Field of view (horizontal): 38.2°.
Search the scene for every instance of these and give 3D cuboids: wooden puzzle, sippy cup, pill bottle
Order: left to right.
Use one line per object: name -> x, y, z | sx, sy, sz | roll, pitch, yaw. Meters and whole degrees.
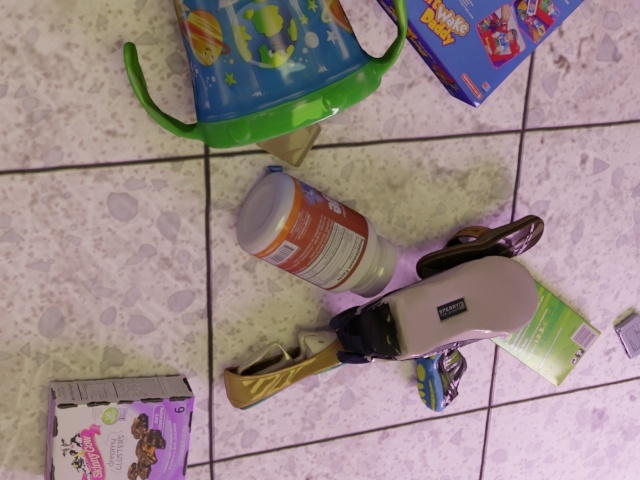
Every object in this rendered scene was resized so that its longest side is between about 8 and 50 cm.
sippy cup -> -0.070, -0.256, 1.110 | 0.305, 0.240, 0.224 | -31, 110, -28
wooden puzzle -> -0.043, -0.146, 1.279 | 0.078, 0.014, 0.116 | 35, 95, -26
pill bottle -> 0.000, 0.000, 1.297 | 0.216, 0.121, 0.121 | 27, 100, -30

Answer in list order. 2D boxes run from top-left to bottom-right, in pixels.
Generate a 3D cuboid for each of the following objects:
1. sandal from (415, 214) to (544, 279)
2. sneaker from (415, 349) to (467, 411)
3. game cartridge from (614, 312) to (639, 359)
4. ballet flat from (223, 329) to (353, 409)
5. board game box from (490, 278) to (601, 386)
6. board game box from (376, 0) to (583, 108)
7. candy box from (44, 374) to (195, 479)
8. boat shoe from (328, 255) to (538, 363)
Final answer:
sandal -> 0.242, 0.005, 1.432 | 0.219, 0.060, 0.090 | -25, 144, -9
sneaker -> 0.196, 0.186, 1.502 | 0.078, 0.067, 0.188 | -23, 119, -37
game cartridge -> 0.567, 0.171, 1.671 | 0.056, 0.017, 0.083 | -34, 121, -2
ballet flat -> -0.037, 0.177, 1.387 | 0.232, 0.080, 0.073 | -25, 105, -13
board game box -> 0.357, 0.142, 1.558 | 0.259, 0.039, 0.124 | 35, 95, -33
board game box -> 0.182, -0.382, 1.231 | 0.233, 0.078, 0.347 | -45, 121, 0
candy box -> -0.290, 0.284, 1.327 | 0.196, 0.070, 0.165 | 0, 112, -23
boat shoe -> 0.168, 0.105, 1.387 | 0.340, 0.158, 0.127 | -7, 83, -40
